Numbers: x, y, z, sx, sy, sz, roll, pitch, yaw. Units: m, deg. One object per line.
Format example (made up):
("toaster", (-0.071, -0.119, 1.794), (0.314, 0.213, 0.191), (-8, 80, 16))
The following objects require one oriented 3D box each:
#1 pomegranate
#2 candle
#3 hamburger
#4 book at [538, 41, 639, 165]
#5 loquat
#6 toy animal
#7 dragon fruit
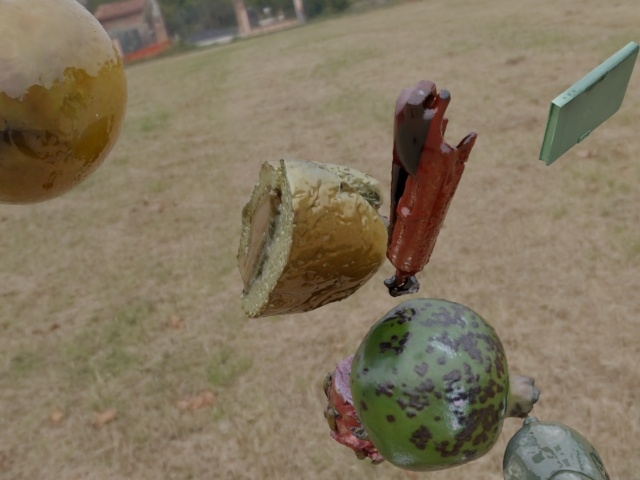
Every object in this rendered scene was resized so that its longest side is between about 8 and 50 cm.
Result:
("pomegranate", (0.174, 0.212, 1.155), (0.271, 0.254, 0.254), (11, 20, 2))
("candle", (0.100, -0.037, 0.858), (0.084, 0.301, 0.059), (34, 52, 22))
("hamburger", (0.002, -0.002, 1.160), (0.209, 0.162, 0.330), (-6, -29, -19))
("book", (0.300, -0.151, 0.901), (0.135, 0.103, 0.017), (-37, 59, -20))
("loquat", (-0.359, -0.174, 0.928), (0.263, 0.263, 0.263), (-12, 17, 4))
("toy animal", (0.265, 0.278, 0.851), (0.125, 0.127, 0.251), (-57, -2, 2))
("dragon fruit", (0.098, 0.346, 1.644), (0.211, 0.147, 0.282), (16, 34, 9))
